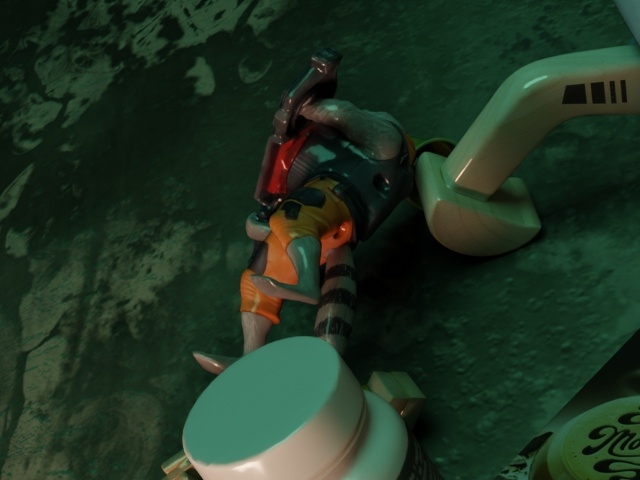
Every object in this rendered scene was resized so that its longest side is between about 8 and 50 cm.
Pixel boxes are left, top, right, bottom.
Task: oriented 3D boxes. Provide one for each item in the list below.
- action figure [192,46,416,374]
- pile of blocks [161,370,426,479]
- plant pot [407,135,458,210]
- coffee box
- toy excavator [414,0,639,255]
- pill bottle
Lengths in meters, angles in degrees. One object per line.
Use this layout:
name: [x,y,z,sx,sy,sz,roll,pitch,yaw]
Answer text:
action figure: [0.000,0.000,1.230,0.178,0.341,0.330,26,55,7]
pile of blocks: [-0.050,0.247,1.103,0.362,0.149,0.113,-36,42,-3]
plant pot: [0.110,-0.083,1.364,0.083,0.083,0.079,-41,30,-7]
coffee box: [0.251,0.196,0.916,0.297,0.119,0.168,-39,33,-29]
toy excavator: [0.328,-0.179,1.172,0.445,0.433,0.222,-3,45,-7]
pill bottle: [0.023,0.220,0.961,0.161,0.283,0.161,-25,28,14]
